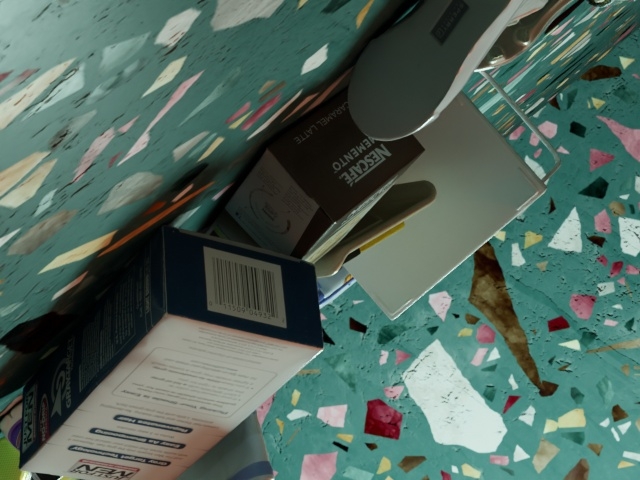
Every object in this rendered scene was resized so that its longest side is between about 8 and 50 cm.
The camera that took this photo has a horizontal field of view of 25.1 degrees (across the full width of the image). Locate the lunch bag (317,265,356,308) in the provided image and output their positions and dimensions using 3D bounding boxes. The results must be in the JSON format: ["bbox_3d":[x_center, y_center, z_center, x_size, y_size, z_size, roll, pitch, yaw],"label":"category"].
[{"bbox_3d":[-0.014,0.052,2.212,0.303,0.115,0.243,-34,174,-39],"label":"lunch bag"}]

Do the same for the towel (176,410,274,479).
[{"bbox_3d":[-0.149,0.187,1.626,0.034,0.285,0.209,2,148,-38],"label":"towel"}]

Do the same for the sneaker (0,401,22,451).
[{"bbox_3d":[-0.285,0.184,1.640,0.170,0.071,0.068,-41,174,12],"label":"sneaker"}]

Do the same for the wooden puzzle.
[{"bbox_3d":[0.000,0.000,1.735,0.221,0.044,0.238,-8,-162,38],"label":"wooden puzzle"}]

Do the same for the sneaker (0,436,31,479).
[{"bbox_3d":[-0.428,0.312,1.700,0.208,0.081,0.094,-45,162,-3],"label":"sneaker"}]

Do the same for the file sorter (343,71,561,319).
[{"bbox_3d":[0.151,-0.071,1.906,0.277,0.193,0.173,-42,177,26],"label":"file sorter"}]

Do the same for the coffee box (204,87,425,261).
[{"bbox_3d":[-0.017,-0.039,1.466,0.141,0.098,0.246,-39,176,-30],"label":"coffee box"}]

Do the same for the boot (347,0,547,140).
[{"bbox_3d":[0.134,-0.188,1.276,0.123,0.095,0.258,-24,164,-46],"label":"boot"}]

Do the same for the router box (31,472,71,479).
[{"bbox_3d":[-0.404,0.331,1.989,0.243,0.081,0.309,-36,174,-36],"label":"router box"}]

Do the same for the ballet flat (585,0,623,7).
[{"bbox_3d":[0.406,-0.364,1.916,0.070,0.070,0.188,-37,171,-25],"label":"ballet flat"}]

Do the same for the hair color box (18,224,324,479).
[{"bbox_3d":[-0.160,0.131,1.454,0.173,0.105,0.347,16,140,-29],"label":"hair color box"}]

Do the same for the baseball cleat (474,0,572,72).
[{"bbox_3d":[0.216,-0.243,1.547,0.206,0.072,0.109,-35,-179,-6],"label":"baseball cleat"}]
